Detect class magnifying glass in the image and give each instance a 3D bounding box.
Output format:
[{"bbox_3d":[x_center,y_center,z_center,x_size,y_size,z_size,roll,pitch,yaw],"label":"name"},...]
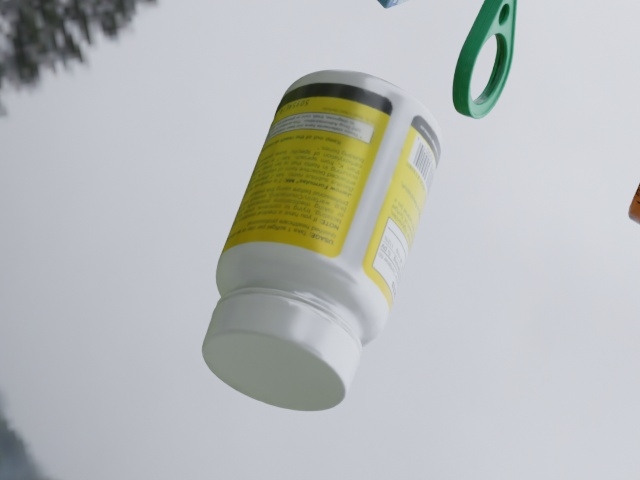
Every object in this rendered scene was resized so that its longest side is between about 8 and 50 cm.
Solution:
[{"bbox_3d":[0.175,-0.231,1.746,0.026,0.092,0.231,22,-75,27],"label":"magnifying glass"}]

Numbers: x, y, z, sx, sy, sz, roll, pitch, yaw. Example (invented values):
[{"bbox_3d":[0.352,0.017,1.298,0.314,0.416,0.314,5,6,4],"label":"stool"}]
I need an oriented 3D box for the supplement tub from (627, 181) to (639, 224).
[{"bbox_3d":[0.331,-0.003,0.837,0.338,0.207,0.207,29,-38,10],"label":"supplement tub"}]

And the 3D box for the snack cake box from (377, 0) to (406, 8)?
[{"bbox_3d":[0.125,-0.331,1.497,0.089,0.152,0.264,50,-40,19],"label":"snack cake box"}]

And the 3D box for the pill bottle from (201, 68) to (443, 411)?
[{"bbox_3d":[0.000,0.000,1.195,0.119,0.119,0.208,120,-9,-60],"label":"pill bottle"}]
